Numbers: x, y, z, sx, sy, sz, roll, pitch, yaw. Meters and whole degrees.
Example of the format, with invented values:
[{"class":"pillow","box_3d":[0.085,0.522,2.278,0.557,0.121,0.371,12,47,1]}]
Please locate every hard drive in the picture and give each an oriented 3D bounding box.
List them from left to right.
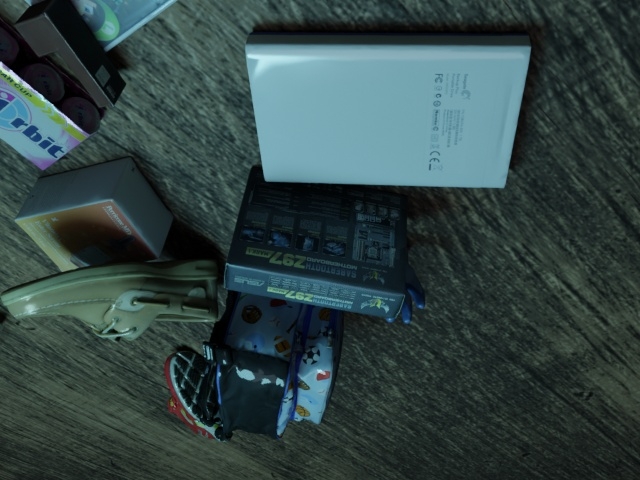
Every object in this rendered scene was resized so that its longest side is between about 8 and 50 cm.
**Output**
[{"class":"hard drive","box_3d":[0.079,-0.156,0.845,0.318,0.040,0.210,2,137,6]}]

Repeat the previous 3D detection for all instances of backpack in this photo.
[{"class":"backpack","box_3d":[-0.067,0.141,1.030,0.213,0.263,0.276,7,143,-8]}]

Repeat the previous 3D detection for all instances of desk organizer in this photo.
[{"class":"desk organizer","box_3d":[-0.292,-0.217,0.803,0.050,0.047,0.130,-9,135,23]}]

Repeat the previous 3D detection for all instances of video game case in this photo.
[{"class":"video game case","box_3d":[-0.257,-0.305,0.750,0.190,0.022,0.173,-23,130,29]}]

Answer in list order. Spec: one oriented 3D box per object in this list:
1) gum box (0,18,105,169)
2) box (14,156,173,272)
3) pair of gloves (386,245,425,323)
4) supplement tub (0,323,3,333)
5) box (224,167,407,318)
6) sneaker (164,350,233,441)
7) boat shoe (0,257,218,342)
[{"class":"gum box","box_3d":[-0.383,-0.183,0.872,0.107,0.062,0.188,-24,128,31]},{"class":"box","box_3d":[-0.330,-0.032,1.007,0.170,0.091,0.130,-10,134,19]},{"class":"pair of gloves","box_3d":[0.056,0.042,0.977,0.198,0.159,0.023,16,130,-10]},{"class":"supplement tub","box_3d":[-0.706,0.167,1.244,0.199,0.144,0.144,31,133,-23]},{"class":"box","box_3d":[0.000,0.000,0.922,0.232,0.183,0.059,9,137,-2]},{"class":"sneaker","box_3d":[-0.265,0.326,1.383,0.118,0.107,0.279,1,136,21]},{"class":"boat shoe","box_3d":[-0.280,0.091,0.987,0.121,0.110,0.341,-12,174,43]}]
